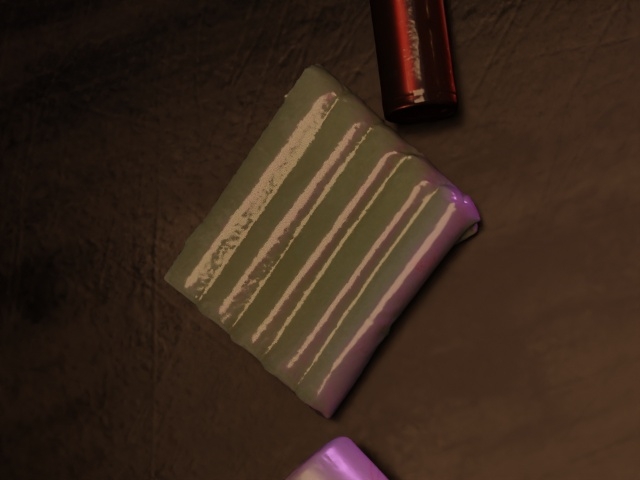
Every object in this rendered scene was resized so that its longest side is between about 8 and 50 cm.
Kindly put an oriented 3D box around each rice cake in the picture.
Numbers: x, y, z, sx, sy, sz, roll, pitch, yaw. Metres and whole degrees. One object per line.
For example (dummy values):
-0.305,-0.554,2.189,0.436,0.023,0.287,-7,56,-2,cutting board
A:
0.000,0.000,1.350,0.189,0.037,0.198,42,90,15,rice cake

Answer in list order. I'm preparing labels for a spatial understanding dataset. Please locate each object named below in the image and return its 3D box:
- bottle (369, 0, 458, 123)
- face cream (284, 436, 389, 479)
0.063,-0.172,1.355,0.060,0.060,0.164,-8,79,10,bottle
0.079,0.257,1.271,0.082,0.082,0.269,-45,77,1,face cream
